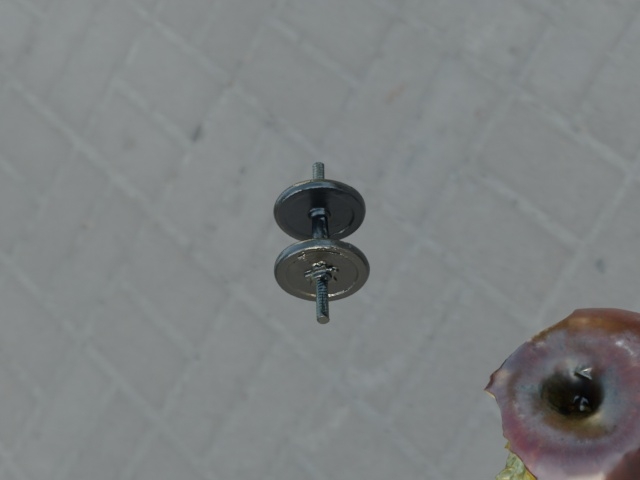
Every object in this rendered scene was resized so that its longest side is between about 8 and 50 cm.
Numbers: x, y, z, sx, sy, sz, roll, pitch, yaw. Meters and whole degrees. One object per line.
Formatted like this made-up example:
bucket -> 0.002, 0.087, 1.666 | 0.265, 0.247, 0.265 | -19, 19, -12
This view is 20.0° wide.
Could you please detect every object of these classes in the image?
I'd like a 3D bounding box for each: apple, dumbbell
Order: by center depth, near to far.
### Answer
apple -> 0.195, 0.132, 1.255 | 0.147, 0.158, 0.156 | 3, 64, 17
dumbbell -> 0.000, 0.000, 1.316 | 0.069, 0.069, 0.147 | -29, 43, 30
